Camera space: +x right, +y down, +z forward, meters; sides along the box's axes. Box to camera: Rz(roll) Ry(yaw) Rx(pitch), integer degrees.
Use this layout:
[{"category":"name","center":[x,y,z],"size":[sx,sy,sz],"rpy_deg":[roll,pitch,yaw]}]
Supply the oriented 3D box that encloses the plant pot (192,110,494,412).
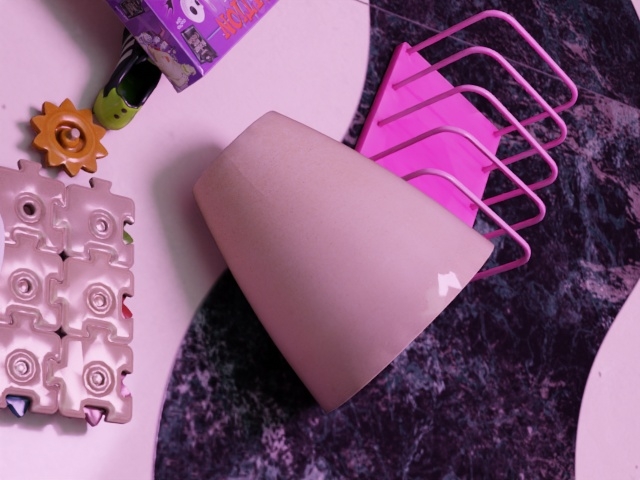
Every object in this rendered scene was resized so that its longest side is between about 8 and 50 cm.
[{"category":"plant pot","center":[0.000,0.000,1.321],"size":[0.274,0.256,0.256],"rpy_deg":[45,49,0]}]

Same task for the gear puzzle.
[{"category":"gear puzzle","center":[-0.265,0.012,1.202],"size":[0.175,0.044,0.339],"rpy_deg":[14,63,-36]}]

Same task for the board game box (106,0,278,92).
[{"category":"board game box","center":[-0.138,-0.328,1.378],"size":[0.208,0.056,0.347],"rpy_deg":[55,35,-18]}]

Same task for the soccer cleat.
[{"category":"soccer cleat","center":[-0.189,-0.194,1.316],"size":[0.060,0.072,0.179],"rpy_deg":[36,54,-27]}]

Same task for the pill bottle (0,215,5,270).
[{"category":"pill bottle","center":[-0.425,-0.010,0.972],"size":[0.318,0.176,0.176],"rpy_deg":[19,63,-36]}]

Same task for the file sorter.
[{"category":"file sorter","center":[0.184,-0.114,1.540],"size":[0.202,0.182,0.291],"rpy_deg":[40,53,-25]}]
